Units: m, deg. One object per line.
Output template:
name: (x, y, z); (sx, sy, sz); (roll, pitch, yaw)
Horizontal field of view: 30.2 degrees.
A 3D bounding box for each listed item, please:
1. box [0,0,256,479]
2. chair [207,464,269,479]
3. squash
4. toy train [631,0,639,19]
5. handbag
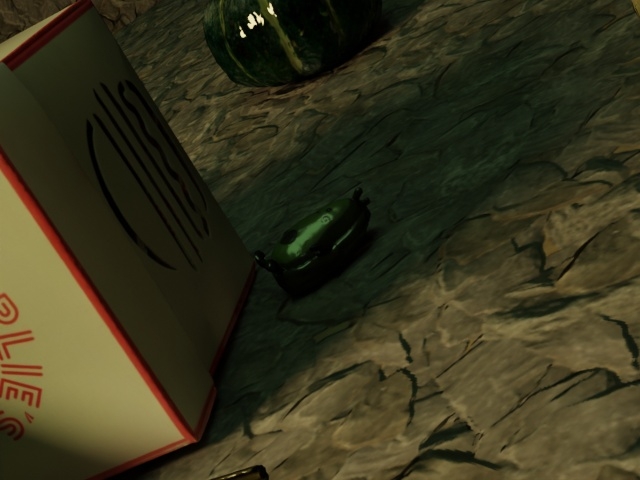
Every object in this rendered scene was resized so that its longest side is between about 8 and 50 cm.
box: (-0.272, 0.024, 0.983); (0.312, 0.314, 0.300); (-25, 19, 17)
chair: (-0.155, 0.228, 0.580); (0.325, 0.160, 0.170); (-20, 19, 31)
squash: (-0.042, -0.314, 1.629); (0.252, 0.165, 0.252); (-28, 17, 10)
toy train: (0.347, -0.250, 1.101); (0.087, 0.050, 0.138); (-15, 26, 45)
handbag: (0.000, 0.000, 1.025); (0.111, 0.047, 0.072); (-38, 22, -10)
